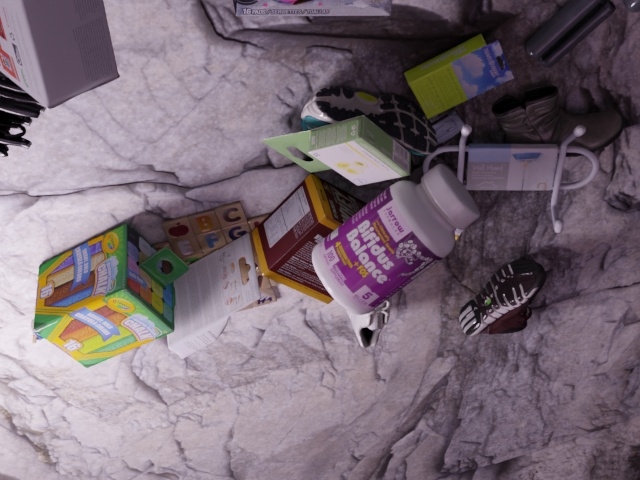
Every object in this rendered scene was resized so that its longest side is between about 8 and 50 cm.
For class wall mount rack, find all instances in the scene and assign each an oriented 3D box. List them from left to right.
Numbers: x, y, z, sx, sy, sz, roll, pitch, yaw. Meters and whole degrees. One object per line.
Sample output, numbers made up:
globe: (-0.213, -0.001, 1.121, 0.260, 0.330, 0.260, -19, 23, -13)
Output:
wall mount rack: (0.375, -0.142, 1.833, 0.350, 0.130, 0.304, 0, 137, 5)

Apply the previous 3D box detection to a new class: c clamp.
c clamp: (0.258, -0.133, 1.967, 0.137, 0.022, 0.161, -30, 137, 23)

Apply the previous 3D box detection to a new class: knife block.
knife block: (-0.601, -0.247, 1.573, 0.242, 0.088, 0.275, -22, 137, 9)

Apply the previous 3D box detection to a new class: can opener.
can opener: (0.492, -0.405, 1.677, 0.076, 0.095, 0.283, 25, 126, -34)

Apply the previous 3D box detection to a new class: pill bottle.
pill bottle: (0.144, -0.006, 1.785, 0.301, 0.169, 0.169, -39, 133, 19)

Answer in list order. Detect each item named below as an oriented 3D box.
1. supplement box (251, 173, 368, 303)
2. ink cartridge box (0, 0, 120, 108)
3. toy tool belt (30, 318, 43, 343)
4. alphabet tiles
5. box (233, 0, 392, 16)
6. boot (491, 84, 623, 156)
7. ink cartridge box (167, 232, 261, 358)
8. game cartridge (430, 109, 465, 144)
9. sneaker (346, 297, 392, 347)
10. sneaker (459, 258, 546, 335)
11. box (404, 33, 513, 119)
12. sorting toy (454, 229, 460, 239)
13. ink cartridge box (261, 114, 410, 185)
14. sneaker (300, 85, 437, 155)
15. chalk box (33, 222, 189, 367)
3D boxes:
supplement box: (0.000, 0.000, 1.961, 0.191, 0.129, 0.194, 26, 122, -37)
ink cartridge box: (-0.440, -0.393, 1.364, 0.130, 0.272, 0.309, -33, 140, -29)
toy tool belt: (-0.599, 0.194, 2.086, 0.083, 0.051, 0.052, -23, 138, 11)
alphabet tiles: (-0.213, 0.052, 2.061, 0.285, 0.011, 0.342, -14, 138, 2)
box: (-0.013, -0.444, 1.450, 0.247, 0.163, 0.142, -4, 139, -11)
boot: (0.469, -0.240, 1.862, 0.246, 0.083, 0.161, -15, 138, 9)
ink cartridge box: (-0.221, 0.115, 1.977, 0.232, 0.189, 0.066, -26, 138, 12)
game cartridge: (0.242, -0.221, 1.876, 0.083, 0.017, 0.056, -30, 132, 18)
sneaker: (0.128, 0.124, 2.141, 0.111, 0.129, 0.297, -4, 136, -8)
sneaker: (0.476, 0.142, 2.288, 0.162, 0.106, 0.281, 11, 143, -33)
box: (0.258, -0.307, 1.763, 0.178, 0.042, 0.109, -25, 138, 13)
sorting toy: (0.274, -0.041, 2.072, 0.075, 0.045, 0.083, 16, 134, -3)
ink cartridge box: (0.027, -0.156, 1.774, 0.235, 0.056, 0.171, -11, 155, 34)
sneaker: (0.094, -0.218, 1.799, 0.275, 0.107, 0.110, 13, 150, -20)
chalk box: (-0.409, 0.104, 1.929, 0.289, 0.179, 0.180, -24, 137, 17)
